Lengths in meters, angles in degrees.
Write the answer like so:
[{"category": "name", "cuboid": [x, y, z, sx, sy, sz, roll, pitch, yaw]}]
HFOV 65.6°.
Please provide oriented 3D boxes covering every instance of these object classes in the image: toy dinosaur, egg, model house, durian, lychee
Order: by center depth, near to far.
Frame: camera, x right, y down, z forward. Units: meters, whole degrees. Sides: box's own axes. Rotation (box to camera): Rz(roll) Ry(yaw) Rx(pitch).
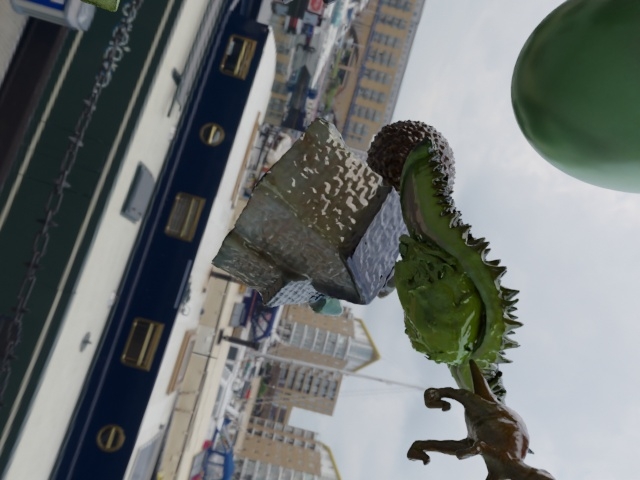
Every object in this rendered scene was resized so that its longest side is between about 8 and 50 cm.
[{"category": "toy dinosaur", "cuboid": [0.146, 0.145, 0.403, 0.162, 0.126, 0.039, -31, 110, -43]}, {"category": "egg", "cuboid": [0.345, -0.163, 0.538, 0.221, 0.270, 0.220, -27, 132, -36]}, {"category": "durian", "cuboid": [0.153, 0.067, 0.549, 0.107, 0.132, 0.374, -9, 84, -67]}, {"category": "model house", "cuboid": [-0.001, 0.001, 0.867, 0.243, 0.284, 0.298, -50, -178, -33]}, {"category": "lychee", "cuboid": [0.191, -0.158, 1.052, 0.238, 0.200, 0.200, -98, -158, -59]}]

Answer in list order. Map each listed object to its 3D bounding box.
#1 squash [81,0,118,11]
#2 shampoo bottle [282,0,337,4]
[{"category": "squash", "cuboid": [-0.552, -0.661, 1.020, 0.233, 0.309, 0.210, -52, -145, 42]}, {"category": "shampoo bottle", "cuboid": [0.066, -0.516, 0.913, 0.071, 0.310, 0.098, -97, 164, -46]}]
